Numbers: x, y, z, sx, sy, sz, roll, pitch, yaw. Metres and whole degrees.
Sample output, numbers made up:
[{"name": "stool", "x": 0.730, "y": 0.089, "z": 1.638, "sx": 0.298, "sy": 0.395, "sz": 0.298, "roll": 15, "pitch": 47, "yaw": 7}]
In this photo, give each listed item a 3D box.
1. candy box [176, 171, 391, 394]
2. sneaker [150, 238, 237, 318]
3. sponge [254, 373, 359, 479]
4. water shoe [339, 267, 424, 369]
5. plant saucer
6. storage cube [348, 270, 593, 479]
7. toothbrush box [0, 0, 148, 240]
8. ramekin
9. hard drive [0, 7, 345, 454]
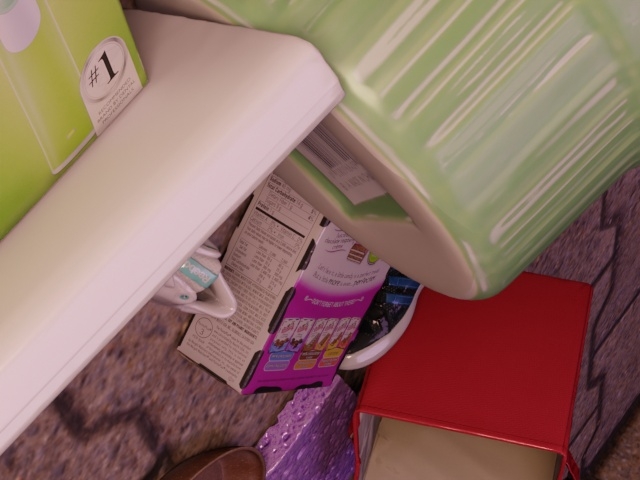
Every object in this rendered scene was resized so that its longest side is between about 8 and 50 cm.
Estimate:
[{"name": "candy box", "x": 0.000, "y": 0.000, "z": 1.142, "sx": 0.233, "sy": 0.071, "sz": 0.159, "roll": -62, "pitch": 156, "yaw": 9}, {"name": "sneaker", "x": -0.106, "y": -0.002, "z": 0.899, "sx": 0.080, "sy": 0.094, "sz": 0.212, "roll": -56, "pitch": 156, "yaw": -4}, {"name": "sponge", "x": -0.001, "y": 0.196, "z": 1.427, "sx": 0.117, "sy": 0.031, "sz": 0.210, "roll": -54, "pitch": 158, "yaw": -8}, {"name": "water shoe", "x": 0.055, "y": 0.022, "z": 1.308, "sx": 0.203, "sy": 0.073, "sz": 0.080, "roll": -51, "pitch": 134, "yaw": -27}, {"name": "plant saucer", "x": -0.121, "y": 0.250, "z": 1.246, "sx": 0.198, "sy": 0.036, "sz": 0.198, "roll": -44, "pitch": 152, "yaw": -30}, {"name": "storage cube", "x": 0.144, "y": 0.150, "z": 1.389, "sx": 0.184, "sy": 0.215, "sz": 0.193, "roll": 89, "pitch": 14, "yaw": -51}, {"name": "toothbrush box", "x": -0.201, "y": -0.098, "z": 0.559, "sx": 0.206, "sy": 0.122, "sz": 0.283, "roll": -50, "pitch": 154, "yaw": -21}, {"name": "ramekin", "x": 0.037, "y": -0.105, "z": 0.818, "sx": 0.148, "sy": 0.303, "sz": 0.303, "roll": -48, "pitch": 155, "yaw": -9}, {"name": "hard drive", "x": -0.150, "y": 0.014, "z": 0.685, "sx": 0.307, "sy": 0.203, "sz": 0.040, "roll": -47, "pitch": 122, "yaw": -15}]
